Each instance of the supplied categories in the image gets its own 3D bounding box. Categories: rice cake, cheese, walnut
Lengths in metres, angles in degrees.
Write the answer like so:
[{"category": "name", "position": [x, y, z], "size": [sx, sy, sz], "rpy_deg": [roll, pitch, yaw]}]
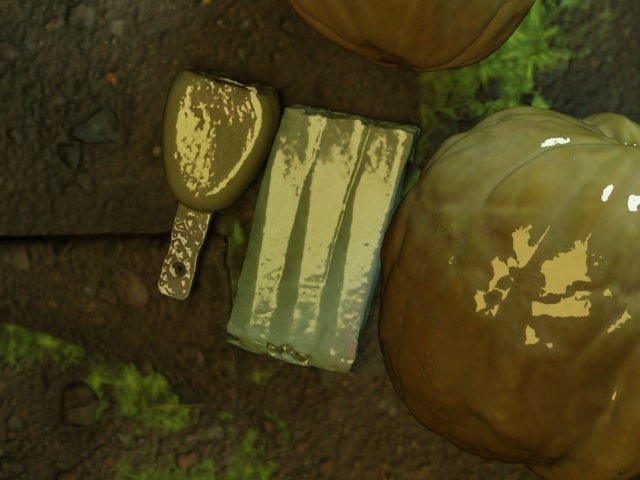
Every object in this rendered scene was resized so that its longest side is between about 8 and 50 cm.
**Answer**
[{"category": "rice cake", "position": [0.000, 0.000, 1.412], "size": [0.124, 0.038, 0.211], "rpy_deg": [12, 100, 12]}, {"category": "cheese", "position": [-0.097, -0.044, 1.431], "size": [0.097, 0.037, 0.192], "rpy_deg": [19, 100, 12]}, {"category": "walnut", "position": [0.185, 0.040, 1.253], "size": [0.296, 0.285, 0.285], "rpy_deg": [10, 100, -20]}, {"category": "walnut", "position": [0.071, -0.253, 1.278], "size": [0.225, 0.225, 0.261], "rpy_deg": [2, 92, 14]}]
